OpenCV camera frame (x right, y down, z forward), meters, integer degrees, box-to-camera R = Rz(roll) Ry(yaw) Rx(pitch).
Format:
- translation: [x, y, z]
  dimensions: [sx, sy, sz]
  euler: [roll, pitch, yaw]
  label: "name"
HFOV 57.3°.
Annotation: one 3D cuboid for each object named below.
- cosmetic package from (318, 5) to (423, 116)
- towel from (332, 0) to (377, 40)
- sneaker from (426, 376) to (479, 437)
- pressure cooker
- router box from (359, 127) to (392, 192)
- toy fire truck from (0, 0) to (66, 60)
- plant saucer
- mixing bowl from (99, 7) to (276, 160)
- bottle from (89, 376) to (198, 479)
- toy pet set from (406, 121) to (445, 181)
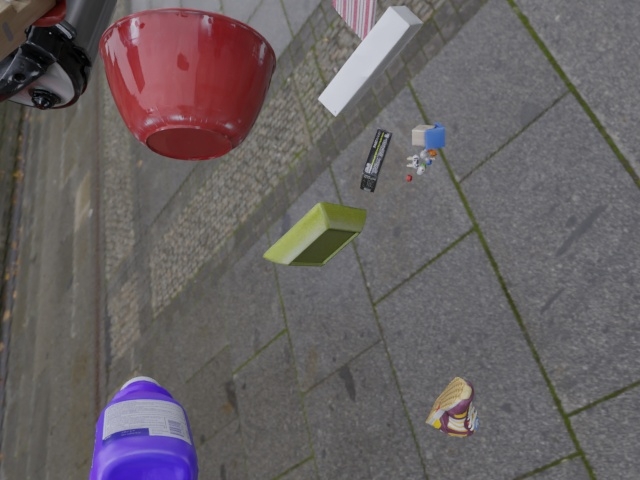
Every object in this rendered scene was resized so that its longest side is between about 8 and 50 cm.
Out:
- translation: [0.100, -0.368, 1.206]
  dimensions: [0.060, 0.099, 0.239]
  euler: [45, 123, 1]
  label: "cosmetic package"
- translation: [0.083, -0.572, 1.387]
  dimensions: [0.197, 0.029, 0.144]
  euler: [59, 163, 30]
  label: "towel"
- translation: [0.259, 0.309, 1.068]
  dimensions: [0.069, 0.084, 0.185]
  euler: [-58, -9, -28]
  label: "sneaker"
- translation: [-0.723, -0.524, 1.440]
  dimensions: [0.370, 0.376, 0.420]
  euler: [118, 163, -69]
  label: "pressure cooker"
- translation: [0.128, -0.184, 1.355]
  dimensions: [0.092, 0.038, 0.122]
  euler: [88, -160, -73]
  label: "router box"
- translation: [-0.288, -0.254, 0.472]
  dimensions: [0.159, 0.217, 0.246]
  euler: [-17, 68, 4]
  label: "toy fire truck"
- translation: [0.000, 0.000, 1.270]
  dimensions: [0.188, 0.188, 0.045]
  euler: [-42, 64, 26]
  label: "plant saucer"
- translation: [-0.136, -0.143, 0.606]
  dimensions: [0.181, 0.182, 0.098]
  euler: [-17, 70, 49]
  label: "mixing bowl"
- translation: [-0.230, 0.252, 0.758]
  dimensions: [0.283, 0.118, 0.092]
  euler: [-163, 80, -70]
  label: "bottle"
- translation: [0.236, -0.191, 1.243]
  dimensions: [0.065, 0.122, 0.114]
  euler: [12, 123, 30]
  label: "toy pet set"
